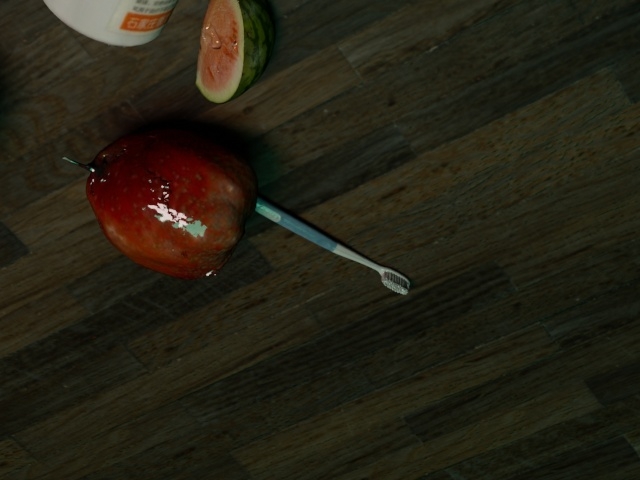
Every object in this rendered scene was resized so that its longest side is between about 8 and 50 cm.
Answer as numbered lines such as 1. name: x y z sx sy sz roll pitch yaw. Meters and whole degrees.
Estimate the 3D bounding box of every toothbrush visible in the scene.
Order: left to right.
1. toothbrush: 0.000 0.000 1.849 0.276 0.025 0.019 29 126 -20

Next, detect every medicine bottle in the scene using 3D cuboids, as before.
1. medicine bottle: -0.167 -0.320 1.415 0.144 0.144 0.252 21 128 -14

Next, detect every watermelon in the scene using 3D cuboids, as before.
1. watermelon: -0.084 -0.219 1.663 0.069 0.087 0.163 -16 142 -33

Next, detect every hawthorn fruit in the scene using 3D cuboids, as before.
1. hawthorn fruit: -0.189 -0.060 1.719 0.235 0.181 0.181 26 126 -18
